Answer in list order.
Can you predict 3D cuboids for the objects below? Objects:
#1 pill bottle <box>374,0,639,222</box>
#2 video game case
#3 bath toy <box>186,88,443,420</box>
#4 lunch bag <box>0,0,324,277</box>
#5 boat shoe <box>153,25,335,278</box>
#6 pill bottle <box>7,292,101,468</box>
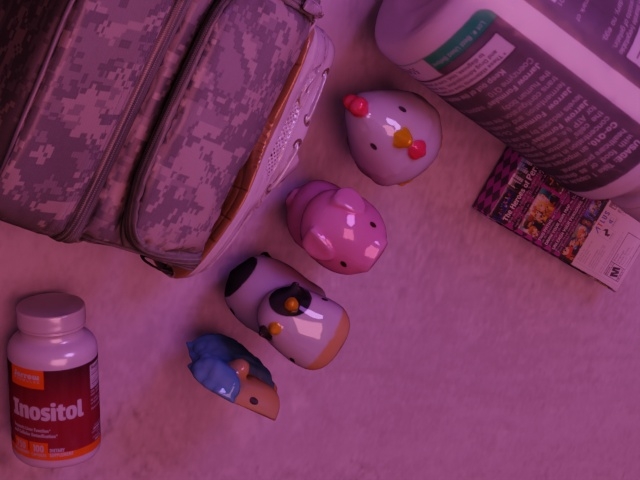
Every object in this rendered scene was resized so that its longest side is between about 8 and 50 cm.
[{"bbox_3d":[0.249,-0.167,1.444,0.361,0.204,0.204,34,92,-21],"label":"pill bottle"},{"bbox_3d":[0.305,-0.086,1.627,0.210,0.042,0.232,27,95,-30],"label":"video game case"},{"bbox_3d":[0.000,0.000,1.439,0.348,0.151,0.129,-58,149,-1],"label":"bath toy"},{"bbox_3d":[-0.160,-0.140,1.286,0.256,0.212,0.305,21,97,-36],"label":"lunch bag"},{"bbox_3d":[-0.063,-0.081,1.419,0.096,0.098,0.277,18,105,-57],"label":"boat shoe"},{"bbox_3d":[-0.253,0.131,1.407,0.086,0.086,0.152,-8,111,-23],"label":"pill bottle"}]
